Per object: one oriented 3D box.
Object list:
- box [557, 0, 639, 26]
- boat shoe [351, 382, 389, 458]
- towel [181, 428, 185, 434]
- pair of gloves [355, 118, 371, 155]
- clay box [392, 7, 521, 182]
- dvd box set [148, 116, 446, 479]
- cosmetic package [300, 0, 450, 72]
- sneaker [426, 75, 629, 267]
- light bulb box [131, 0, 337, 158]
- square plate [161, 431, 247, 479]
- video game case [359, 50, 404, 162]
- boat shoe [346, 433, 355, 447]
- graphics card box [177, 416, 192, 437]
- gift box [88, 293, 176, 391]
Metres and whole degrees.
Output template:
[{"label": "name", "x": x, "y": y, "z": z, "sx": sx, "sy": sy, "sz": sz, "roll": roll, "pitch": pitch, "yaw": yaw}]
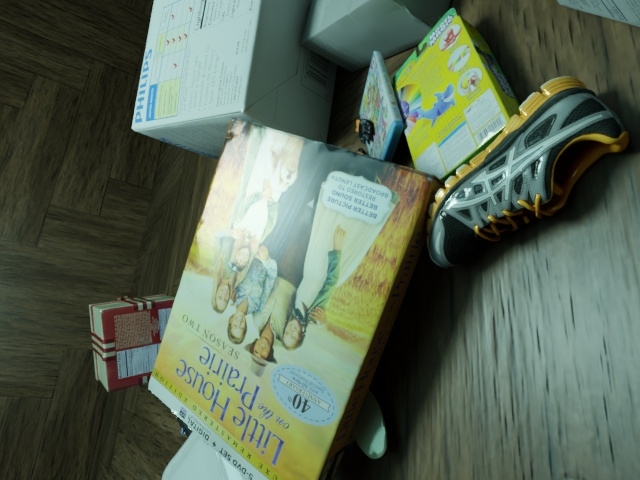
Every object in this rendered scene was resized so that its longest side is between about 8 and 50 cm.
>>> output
[{"label": "box", "x": 0.244, "y": -0.257, "z": 0.352, "sx": 0.072, "sy": 0.126, "sz": 0.137, "roll": -55, "pitch": 36, "yaw": 25}, {"label": "boat shoe", "x": 0.056, "y": 0.210, "z": 0.527, "sx": 0.049, "sy": 0.042, "sz": 0.133, "roll": -43, "pitch": 41, "yaw": 12}, {"label": "towel", "x": -0.316, "y": 0.287, "z": 1.060, "sx": 0.243, "sy": 0.040, "sz": 0.336, "roll": 170, "pitch": 112, "yaw": -68}, {"label": "pair of gloves", "x": 0.069, "y": -0.154, "z": 0.670, "sx": 0.074, "sy": 0.010, "sz": 0.083, "roll": -120, "pitch": 31, "yaw": -66}, {"label": "clay box", "x": 0.162, "y": -0.172, "z": 0.515, "sx": 0.127, "sy": 0.053, "sz": 0.222, "roll": -43, "pitch": 42, "yaw": 44}, {"label": "dvd box set", "x": -0.059, "y": 0.078, "z": 0.539, "sx": 0.307, "sy": 0.062, "sz": 0.421, "roll": 25, "pitch": 99, "yaw": 30}, {"label": "cosmetic package", "x": 0.081, "y": -0.366, "z": 0.667, "sx": 0.238, "sy": 0.127, "sz": 0.107, "roll": 7, "pitch": 83, "yaw": 57}, {"label": "sneaker", "x": 0.185, "y": -0.047, "z": 0.398, "sx": 0.215, "sy": 0.084, "sz": 0.083, "roll": -56, "pitch": 43, "yaw": 28}, {"label": "light bulb box", "x": -0.170, "y": -0.374, "z": 0.853, "sx": 0.360, "sy": 0.225, "sz": 0.358, "roll": 6, "pitch": 86, "yaw": 39}, {"label": "square plate", "x": -0.159, "y": 0.451, "z": 0.631, "sx": 0.347, "sy": 0.049, "sz": 0.344, "roll": -56, "pitch": 49, "yaw": 32}, {"label": "video game case", "x": 0.088, "y": -0.186, "z": 0.630, "sx": 0.119, "sy": 0.015, "sz": 0.167, "roll": 102, "pitch": 164, "yaw": -56}, {"label": "boat shoe", "x": 0.012, "y": 0.240, "z": 0.583, "sx": 0.137, "sy": 0.049, "sz": 0.043, "roll": 34, "pitch": 148, "yaw": 55}, {"label": "graphics card box", "x": -0.189, "y": 0.230, "z": 0.862, "sx": 0.232, "sy": 0.094, "sz": 0.371, "roll": -2, "pitch": 74, "yaw": 58}, {"label": "gift box", "x": -0.526, "y": 0.296, "z": 1.239, "sx": 0.258, "sy": 0.276, "sz": 0.255, "roll": -7, "pitch": 84, "yaw": 53}]
